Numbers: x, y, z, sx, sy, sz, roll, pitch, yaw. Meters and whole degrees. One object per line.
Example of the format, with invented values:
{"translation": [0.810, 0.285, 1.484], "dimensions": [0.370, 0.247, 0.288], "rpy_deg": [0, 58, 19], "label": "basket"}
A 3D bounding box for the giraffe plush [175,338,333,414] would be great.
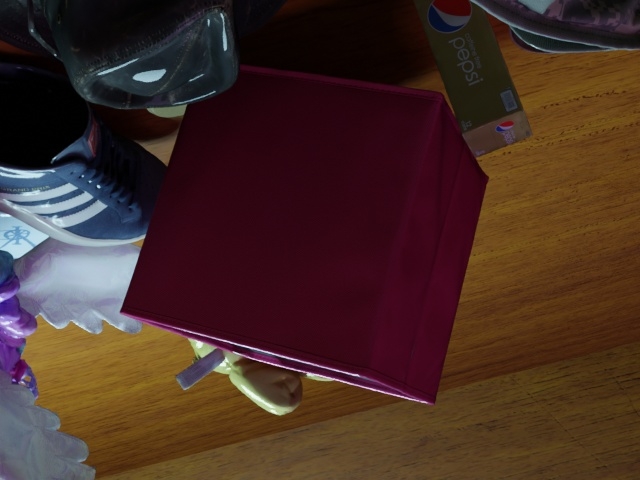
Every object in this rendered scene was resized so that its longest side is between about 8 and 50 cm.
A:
{"translation": [-0.093, 0.123, 1.217], "dimensions": [0.210, 0.181, 0.170], "rpy_deg": [-16, -179, -17], "label": "giraffe plush"}

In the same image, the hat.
{"translation": [-0.130, -0.185, 0.777], "dimensions": [0.331, 0.134, 0.331], "rpy_deg": [-11, 158, -5], "label": "hat"}

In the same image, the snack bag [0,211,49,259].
{"translation": [-0.418, 0.025, 1.254], "dimensions": [0.323, 0.037, 0.342], "rpy_deg": [-1, 155, -29], "label": "snack bag"}

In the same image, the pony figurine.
{"translation": [-0.373, 0.100, 1.062], "dimensions": [0.363, 0.303, 0.351], "rpy_deg": [-2, 153, 38], "label": "pony figurine"}

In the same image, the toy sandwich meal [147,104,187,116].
{"translation": [-0.143, -0.154, 0.990], "dimensions": [0.085, 0.029, 0.085], "rpy_deg": [-22, 166, -6], "label": "toy sandwich meal"}

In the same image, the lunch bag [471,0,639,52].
{"translation": [0.143, -0.254, 0.628], "dimensions": [0.169, 0.235, 0.287], "rpy_deg": [-35, 150, 32], "label": "lunch bag"}

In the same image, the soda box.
{"translation": [0.133, -0.172, 0.899], "dimensions": [0.058, 0.181, 0.061], "rpy_deg": [-21, 158, 13], "label": "soda box"}

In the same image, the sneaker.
{"translation": [-0.239, -0.084, 0.948], "dimensions": [0.148, 0.131, 0.350], "rpy_deg": [-17, 160, 33], "label": "sneaker"}

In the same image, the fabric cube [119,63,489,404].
{"translation": [0.000, 0.000, 0.988], "dimensions": [0.254, 0.258, 0.259], "rpy_deg": [11, 169, 22], "label": "fabric cube"}

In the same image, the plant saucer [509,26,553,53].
{"translation": [0.270, -0.249, 1.005], "dimensions": [0.168, 0.029, 0.168], "rpy_deg": [-11, 158, -5], "label": "plant saucer"}
